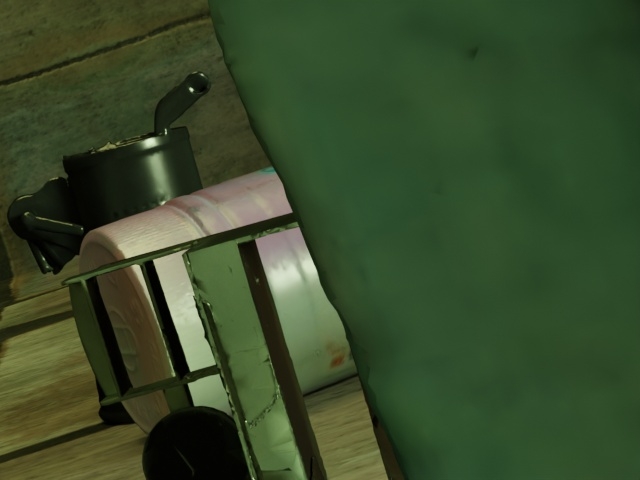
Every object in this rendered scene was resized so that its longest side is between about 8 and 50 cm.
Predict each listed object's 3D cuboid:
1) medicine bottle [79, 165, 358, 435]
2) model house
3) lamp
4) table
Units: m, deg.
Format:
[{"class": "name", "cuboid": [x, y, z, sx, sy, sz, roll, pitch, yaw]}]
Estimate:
[{"class": "medicine bottle", "cuboid": [-0.017, 0.025, 1.149, 0.254, 0.152, 0.152, -20, 6, -24]}, {"class": "model house", "cuboid": [0.140, -0.014, 0.395, 0.249, 0.280, 0.230, -22, 6, 9]}, {"class": "lamp", "cuboid": [-0.133, 0.006, 1.279, 0.172, 0.227, 0.147, -17, 6, -3]}, {"class": "table", "cuboid": [-0.021, 0.066, 0.781, 0.175, 0.146, 0.062, -16, 6, 9]}]
